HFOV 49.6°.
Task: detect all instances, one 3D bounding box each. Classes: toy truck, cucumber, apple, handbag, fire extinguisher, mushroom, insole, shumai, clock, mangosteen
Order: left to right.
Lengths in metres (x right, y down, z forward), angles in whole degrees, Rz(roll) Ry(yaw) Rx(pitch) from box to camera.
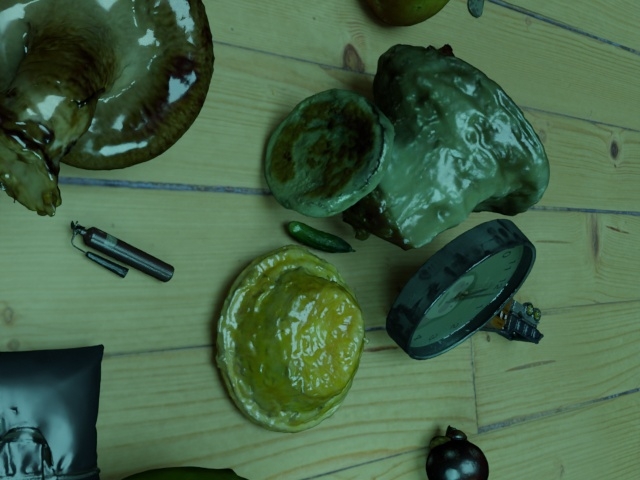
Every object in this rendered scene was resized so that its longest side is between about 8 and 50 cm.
[{"bbox_3d":[-0.394,0.240,0.866,0.254,0.089,0.210,4,77,-38],"label":"handbag"},{"bbox_3d":[-0.303,-0.247,0.848,0.334,0.356,0.331,-42,97,-3],"label":"mushroom"},{"bbox_3d":[-0.296,0.022,1.009,0.173,0.035,0.049,32,104,-32],"label":"fire extinguisher"},{"bbox_3d":[0.000,0.000,1.244,0.155,0.037,0.037,21,72,-34],"label":"cucumber"},{"bbox_3d":[0.181,-0.527,1.363,0.196,0.196,0.195,5,81,-38],"label":"apple"},{"bbox_3d":[0.182,-0.131,1.259,0.397,0.324,0.323,46,76,-4],"label":"shumai"},{"bbox_3d":[0.265,0.432,1.361,0.140,0.140,0.140,5,81,-38],"label":"mangosteen"},{"bbox_3d":[0.267,0.097,1.295,0.319,0.318,0.066,-13,50,-39],"label":"clock"},{"bbox_3d":[0.381,-0.612,1.641,0.065,0.006,0.193,28,69,-34],"label":"insole"},{"bbox_3d":[0.408,0.169,1.522,0.192,0.083,0.092,30,72,-34],"label":"toy truck"}]

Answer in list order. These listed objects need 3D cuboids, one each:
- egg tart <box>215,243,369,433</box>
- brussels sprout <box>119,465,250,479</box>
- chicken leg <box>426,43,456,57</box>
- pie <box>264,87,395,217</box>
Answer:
[{"bbox_3d":[-0.025,0.163,1.147,0.319,0.128,0.318,4,84,-37],"label":"egg tart"},{"bbox_3d":[-0.167,0.469,0.859,0.426,0.342,0.360,-9,69,3],"label":"brussels sprout"},{"bbox_3d":[0.303,-0.360,1.521,0.219,0.048,0.089,33,68,-31],"label":"chicken leg"},{"bbox_3d":[0.011,-0.147,1.147,0.054,0.241,0.240,35,62,-56],"label":"pie"}]
